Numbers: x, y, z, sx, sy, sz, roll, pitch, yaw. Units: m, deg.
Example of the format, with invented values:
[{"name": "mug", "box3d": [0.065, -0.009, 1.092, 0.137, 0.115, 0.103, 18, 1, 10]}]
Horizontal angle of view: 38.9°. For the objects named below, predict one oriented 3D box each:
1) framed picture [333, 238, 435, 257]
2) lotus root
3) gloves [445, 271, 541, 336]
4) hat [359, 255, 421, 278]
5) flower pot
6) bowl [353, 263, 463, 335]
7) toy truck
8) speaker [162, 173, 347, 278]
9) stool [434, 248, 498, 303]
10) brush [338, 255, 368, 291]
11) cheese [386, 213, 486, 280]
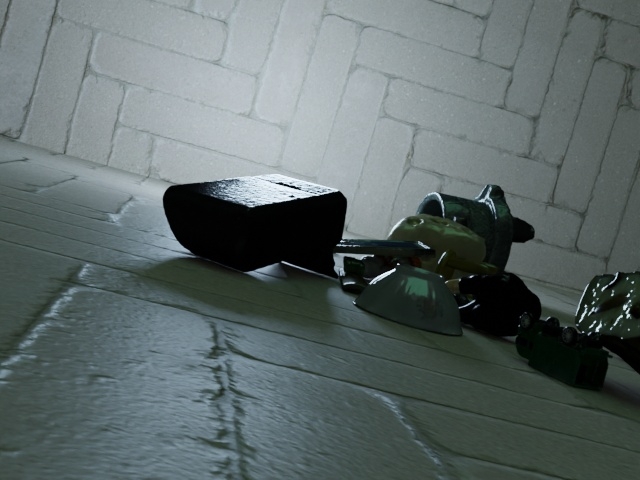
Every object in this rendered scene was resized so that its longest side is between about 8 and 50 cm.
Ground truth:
[{"name": "framed picture", "box3d": [0.102, 0.015, 1.909, 0.259, 0.023, 0.189, 2, 5, -2]}, {"name": "lotus root", "box3d": [0.542, 0.172, 1.335, 0.260, 0.149, 0.267, 42, -18, -14]}, {"name": "gloves", "box3d": [0.290, 0.124, 1.618, 0.129, 0.106, 0.180, 14, -24, -38]}, {"name": "hat", "box3d": [0.138, 0.059, 2.005, 0.112, 0.094, 0.162, 6, 15, 41]}, {"name": "flower pot", "box3d": [0.434, -0.020, 2.587, 0.282, 0.299, 0.299, 11, 5, -16]}, {"name": "bowl", "box3d": [0.155, 0.088, 1.493, 0.189, 0.086, 0.189, 16, 3, -1]}, {"name": "toy truck", "box3d": [0.352, 0.158, 1.332, 0.065, 0.079, 0.147, 12, 6, -29]}, {"name": "speaker", "box3d": [-0.101, -0.007, 1.612, 0.180, 0.184, 0.388, 16, 14, 28]}, {"name": "stool", "box3d": [0.311, 0.087, 1.966, 0.110, 0.134, 0.135, 20, -40, 22]}, {"name": "brush", "box3d": [0.067, 0.067, 1.758, 0.054, 0.048, 0.282, 11, 5, -1]}, {"name": "cheese", "box3d": [0.255, 0.020, 2.285, 0.251, 0.174, 0.248, 9, 7, -16]}]
